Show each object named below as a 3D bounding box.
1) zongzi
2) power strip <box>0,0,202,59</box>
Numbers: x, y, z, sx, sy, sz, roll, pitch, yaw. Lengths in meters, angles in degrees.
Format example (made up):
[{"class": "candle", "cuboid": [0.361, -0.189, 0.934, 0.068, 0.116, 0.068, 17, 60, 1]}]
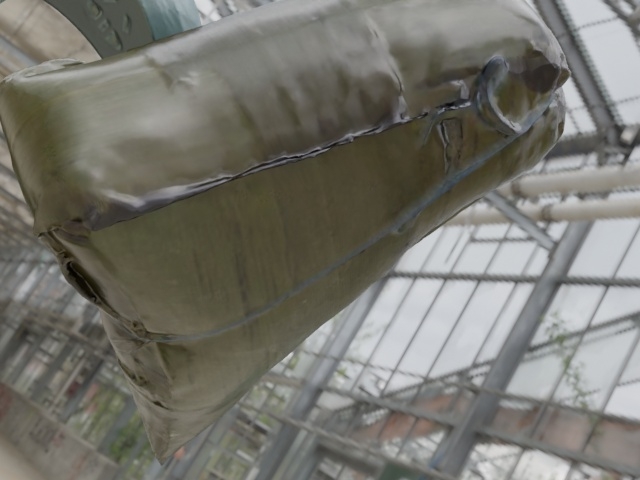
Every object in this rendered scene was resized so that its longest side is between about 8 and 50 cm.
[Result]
[{"class": "zongzi", "cuboid": [0.000, 0.000, 0.730, 0.393, 0.356, 0.174, 82, -15, -48]}, {"class": "power strip", "cuboid": [-0.169, -0.176, 0.754, 0.253, 0.054, 0.167, 38, -41, 16]}]
